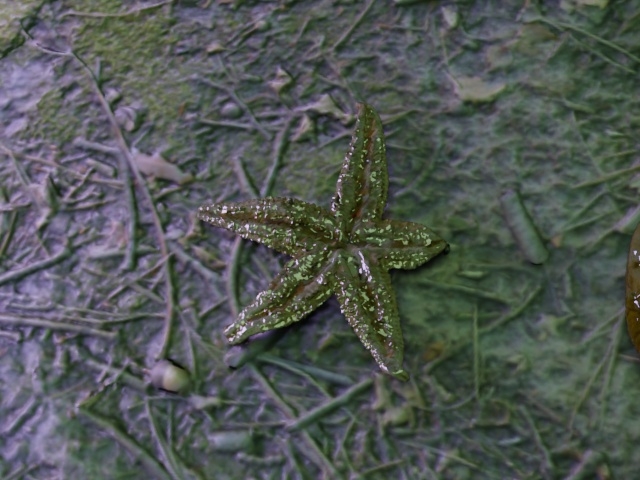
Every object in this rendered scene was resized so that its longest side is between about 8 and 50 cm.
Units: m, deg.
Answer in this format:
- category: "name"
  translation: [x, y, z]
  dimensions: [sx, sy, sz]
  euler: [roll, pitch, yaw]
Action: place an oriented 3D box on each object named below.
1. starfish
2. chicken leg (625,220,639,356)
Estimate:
- category: "starfish"
  translation: [-0.002, -0.002, 1.088]
  dimensions: [0.231, 0.048, 0.295]
  euler: [-7, 62, 9]
- category: "chicken leg"
  translation: [0.297, 0.078, 0.963]
  dimensions: [0.103, 0.088, 0.227]
  euler: [4, 67, -8]
